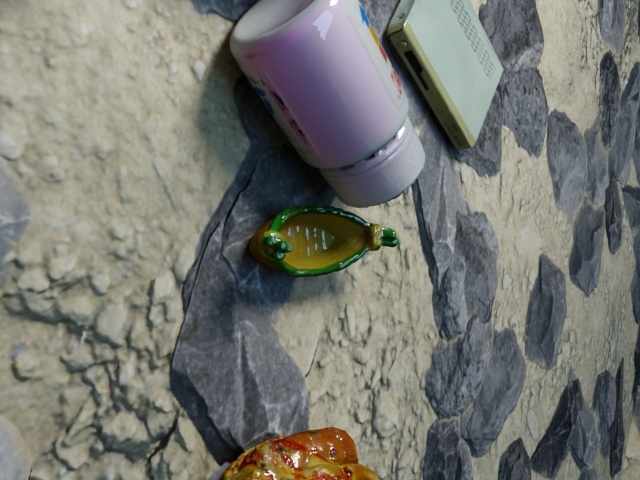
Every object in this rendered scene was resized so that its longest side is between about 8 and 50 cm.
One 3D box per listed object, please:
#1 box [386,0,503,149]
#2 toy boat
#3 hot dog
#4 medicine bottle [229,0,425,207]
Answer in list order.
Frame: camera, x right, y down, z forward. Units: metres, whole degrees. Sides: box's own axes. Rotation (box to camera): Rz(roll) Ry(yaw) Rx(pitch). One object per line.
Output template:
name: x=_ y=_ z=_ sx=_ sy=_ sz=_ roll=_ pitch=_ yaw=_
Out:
box: x=0.211 y=-0.310 z=1.064 sx=0.270 sy=0.045 sz=0.211 roll=45 pitch=59 yaw=-40
toy boat: x=0.000 y=0.000 z=0.798 sx=0.229 sy=0.088 sz=0.089 roll=-6 pitch=95 yaw=-49
hot dog: x=-0.037 y=0.309 z=0.728 sx=0.256 sy=0.150 sz=0.153 roll=-35 pitch=126 yaw=-42
medicine bottle: x=0.018 y=-0.168 z=0.766 sx=0.254 sy=0.152 sz=0.152 roll=55 pitch=53 yaw=-37
